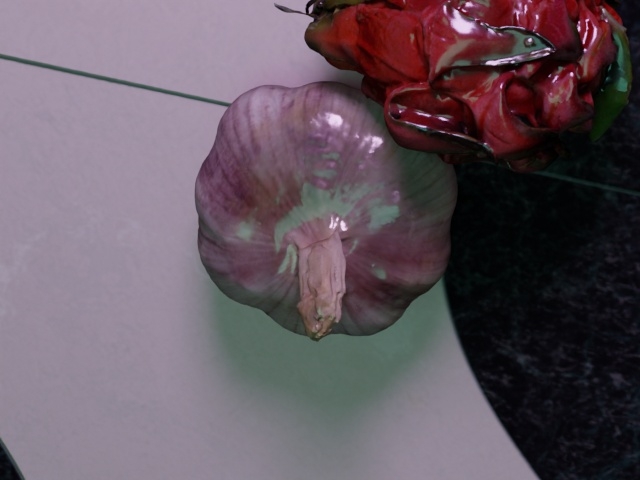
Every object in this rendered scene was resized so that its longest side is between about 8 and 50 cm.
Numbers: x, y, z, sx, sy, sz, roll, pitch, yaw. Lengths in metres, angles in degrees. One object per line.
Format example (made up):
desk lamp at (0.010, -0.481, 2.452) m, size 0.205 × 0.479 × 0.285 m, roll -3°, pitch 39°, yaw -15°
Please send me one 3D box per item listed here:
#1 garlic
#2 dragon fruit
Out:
garlic at (0.000, 0.000, 1.416) m, size 0.245 × 0.253 × 0.245 m, roll 3°, pitch 120°, yaw 5°
dragon fruit at (0.105, -0.162, 1.324) m, size 0.293 × 0.234 × 0.234 m, roll 3°, pitch 114°, yaw 9°
